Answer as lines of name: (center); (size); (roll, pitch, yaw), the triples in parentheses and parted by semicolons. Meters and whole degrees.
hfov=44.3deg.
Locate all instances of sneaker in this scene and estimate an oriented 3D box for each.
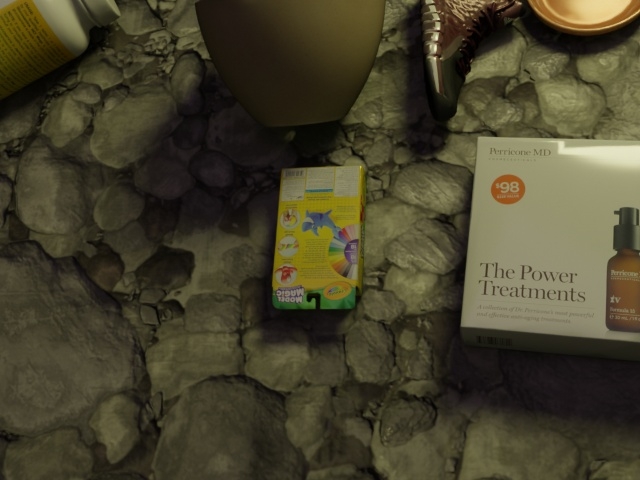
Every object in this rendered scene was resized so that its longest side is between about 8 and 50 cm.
sneaker: (0.237, -0.318, 1.209); (0.162, 0.106, 0.281); (-4, 68, 9)

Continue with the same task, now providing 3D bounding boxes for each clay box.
clay box: (0.000, 0.000, 1.166); (0.127, 0.053, 0.222); (-1, 70, 13)

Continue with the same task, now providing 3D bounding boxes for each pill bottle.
pill bottle: (-0.528, -0.370, 1.360); (0.334, 0.188, 0.188); (-29, 66, 1)

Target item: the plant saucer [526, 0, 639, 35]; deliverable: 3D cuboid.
plant saucer: (0.420, -0.402, 1.233); (0.200, 0.037, 0.200); (-5, 67, 12)

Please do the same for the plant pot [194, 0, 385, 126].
plant pot: (-0.037, -0.274, 1.190); (0.284, 0.284, 0.191); (-2, 103, 12)

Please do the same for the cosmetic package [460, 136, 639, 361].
cosmetic package: (0.388, 0.009, 1.050); (0.377, 0.097, 0.284); (3, 67, 14)
